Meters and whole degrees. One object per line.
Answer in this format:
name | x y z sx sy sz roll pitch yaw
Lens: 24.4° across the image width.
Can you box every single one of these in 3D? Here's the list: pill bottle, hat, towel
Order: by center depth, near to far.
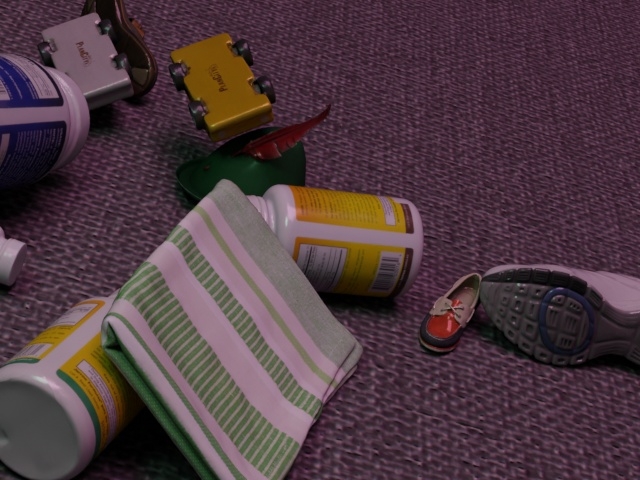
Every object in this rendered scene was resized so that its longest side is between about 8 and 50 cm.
pill bottle | -0.214 0.124 1.373 0.117 0.118 0.208 25 32 11
towel | -0.079 0.098 1.442 0.248 0.038 0.325 53 30 -10
pill bottle | -0.367 0.006 1.528 0.116 0.065 0.065 20 31 1
pill bottle | -0.365 -0.128 1.605 0.153 0.153 0.264 27 13 14
pill bottle | 0.000 0.000 1.675 0.215 0.117 0.117 6 33 -19
hat | -0.058 -0.130 1.762 0.208 0.184 0.173 26 26 22

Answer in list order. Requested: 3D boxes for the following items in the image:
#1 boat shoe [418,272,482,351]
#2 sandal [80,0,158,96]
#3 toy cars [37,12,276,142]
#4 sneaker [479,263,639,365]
boat shoe | 0.153 0.082 1.698 0.049 0.043 0.137 29 34 13
sandal | -0.264 -0.270 1.995 0.060 0.090 0.219 16 29 -47
toy cars | -0.204 -0.189 1.841 0.393 0.087 0.176 13 47 29
sneaker | 0.318 0.084 1.749 0.297 0.111 0.129 14 17 -17
